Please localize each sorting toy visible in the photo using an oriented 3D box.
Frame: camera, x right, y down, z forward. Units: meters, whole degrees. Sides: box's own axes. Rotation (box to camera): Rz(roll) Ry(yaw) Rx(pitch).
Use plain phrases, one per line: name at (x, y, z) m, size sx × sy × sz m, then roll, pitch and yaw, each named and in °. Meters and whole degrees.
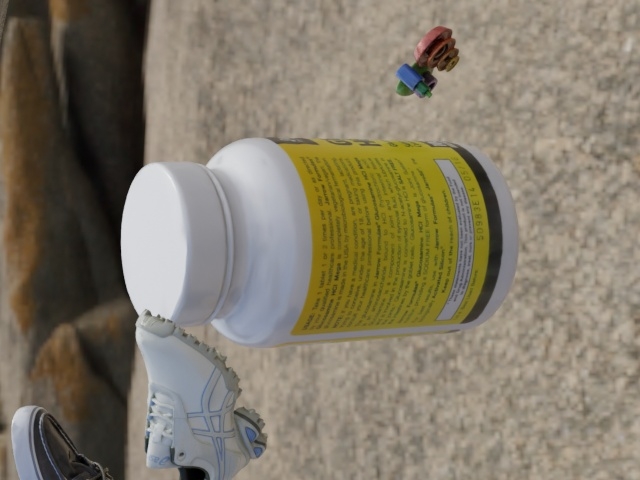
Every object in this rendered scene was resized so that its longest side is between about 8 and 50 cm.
sorting toy at (0.111, -0.169, 1.219) m, size 0.042 × 0.061 × 0.102 m, roll 45°, pitch 150°, yaw 14°

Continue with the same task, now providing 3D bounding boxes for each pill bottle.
pill bottle at (0.000, 0.000, 1.098) m, size 0.188 × 0.334 × 0.188 m, roll 4°, pitch 94°, yaw 58°

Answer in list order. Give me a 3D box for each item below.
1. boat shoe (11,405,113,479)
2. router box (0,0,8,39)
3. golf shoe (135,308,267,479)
boat shoe at (-0.237, 0.263, 1.217) m, size 0.080 × 0.076 × 0.228 m, roll -70°, pitch -36°, yaw -71°
router box at (-0.413, -0.211, 1.400) m, size 0.133 × 0.046 × 0.179 m, roll -88°, pitch 14°, yaw -74°
golf shoe at (-0.099, 0.128, 0.883) m, size 0.069 × 0.086 × 0.176 m, roll 19°, pitch 147°, yaw 40°
